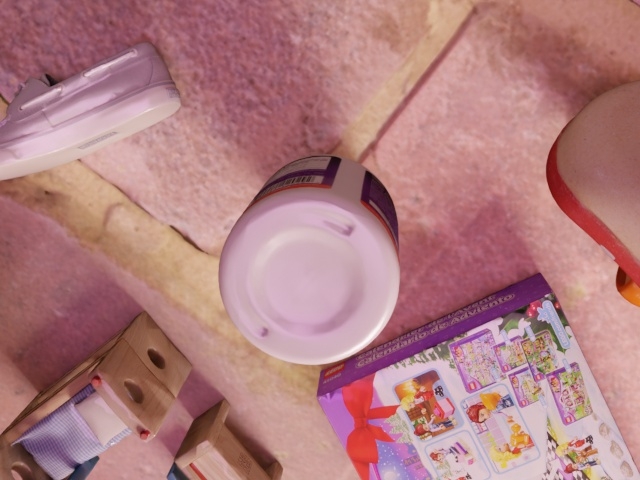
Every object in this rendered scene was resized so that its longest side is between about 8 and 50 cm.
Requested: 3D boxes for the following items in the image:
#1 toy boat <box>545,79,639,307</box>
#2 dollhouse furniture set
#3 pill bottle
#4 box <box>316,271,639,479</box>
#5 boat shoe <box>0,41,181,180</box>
[{"bbox_3d":[0.255,0.001,0.586,0.151,0.151,0.231,-34,75,-24],"label":"toy boat"},{"bbox_3d":[-0.143,0.181,0.662,0.129,0.129,0.183,-37,99,13],"label":"dollhouse furniture set"},{"bbox_3d":[0.000,0.000,0.570,0.108,0.193,0.108,1,105,5],"label":"pill bottle"},{"bbox_3d":[0.151,0.198,0.680,0.201,0.057,0.293,-25,101,10],"label":"box"},{"bbox_3d":[-0.199,-0.097,0.631,0.184,0.066,0.063,-21,88,12],"label":"boat shoe"}]
